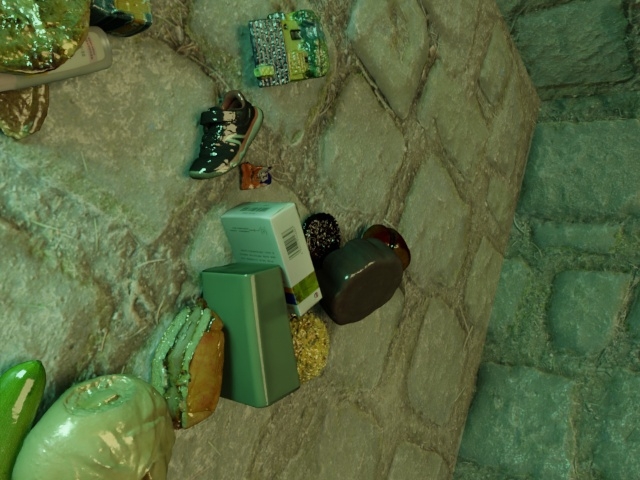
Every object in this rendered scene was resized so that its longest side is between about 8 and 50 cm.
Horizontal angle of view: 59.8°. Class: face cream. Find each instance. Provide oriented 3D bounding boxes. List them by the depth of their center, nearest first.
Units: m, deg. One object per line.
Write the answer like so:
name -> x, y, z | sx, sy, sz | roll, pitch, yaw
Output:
face cream -> -0.544, -0.359, 1.085 | 0.269, 0.073, 0.108 | -30, 105, -45

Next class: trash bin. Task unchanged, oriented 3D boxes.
trash bin -> -0.192, 0.239, 1.487 | 0.158, 0.222, 0.344 | -12, 99, -49

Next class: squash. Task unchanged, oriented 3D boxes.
squash -> -0.626, 0.418, 1.061 | 0.107, 0.107, 0.395 | 24, 77, -48

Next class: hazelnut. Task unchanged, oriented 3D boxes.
hazelnut -> 0.232, 0.038, 2.020 | 0.203, 0.178, 0.178 | 18, 78, -21

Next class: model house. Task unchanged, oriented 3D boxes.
model house -> -0.108, -0.540, 1.564 | 0.211, 0.170, 0.194 | -26, 114, -45

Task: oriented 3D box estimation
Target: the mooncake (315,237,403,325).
mooncake -> 0.120, 0.129, 1.821 | 0.306, 0.154, 0.306 | -23, 136, -24

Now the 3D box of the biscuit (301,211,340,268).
biscuit -> 0.000, 0.000, 1.820 | 0.194, 0.053, 0.195 | -6, 98, -49

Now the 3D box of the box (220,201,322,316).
box -> -0.135, 0.047, 1.548 | 0.106, 0.200, 0.300 | -35, 119, -42

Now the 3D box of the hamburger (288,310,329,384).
hamburger -> -0.064, 0.315, 1.700 | 0.243, 0.138, 0.262 | -40, 123, -40

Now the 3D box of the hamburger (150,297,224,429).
hamburger -> -0.320, 0.322, 1.384 | 0.282, 0.155, 0.245 | -57, 136, -37

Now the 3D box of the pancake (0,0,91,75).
pancake -> -0.590, -0.448, 0.987 | 0.355, 0.065, 0.357 | 12, 68, -31

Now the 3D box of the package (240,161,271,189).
package -> -0.186, -0.187, 1.603 | 0.110, 0.033, 0.077 | -10, 124, -36

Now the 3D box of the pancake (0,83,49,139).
pancake -> -0.655, -0.278, 1.035 | 0.288, 0.033, 0.286 | 26, 72, -48

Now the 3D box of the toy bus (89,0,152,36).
toy bus -> -0.455, -0.587, 1.171 | 0.167, 0.138, 0.276 | -11, 100, -48

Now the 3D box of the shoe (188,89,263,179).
shoe -> -0.254, -0.282, 1.447 | 0.137, 0.114, 0.291 | 56, 50, -42

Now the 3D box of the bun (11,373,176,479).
bun -> -0.436, 0.467, 1.160 | 0.364, 0.202, 0.365 | -42, 139, -53
